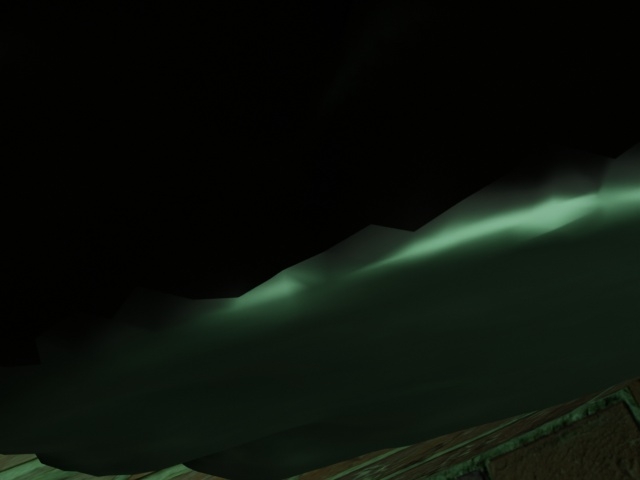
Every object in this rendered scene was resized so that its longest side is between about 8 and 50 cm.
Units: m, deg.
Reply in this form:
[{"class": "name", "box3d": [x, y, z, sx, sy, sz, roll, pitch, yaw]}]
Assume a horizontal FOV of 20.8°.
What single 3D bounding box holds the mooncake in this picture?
[{"class": "mooncake", "box3d": [0.038, -0.050, 0.553, 0.350, 0.212, 0.381, -8, 168, -6]}]
